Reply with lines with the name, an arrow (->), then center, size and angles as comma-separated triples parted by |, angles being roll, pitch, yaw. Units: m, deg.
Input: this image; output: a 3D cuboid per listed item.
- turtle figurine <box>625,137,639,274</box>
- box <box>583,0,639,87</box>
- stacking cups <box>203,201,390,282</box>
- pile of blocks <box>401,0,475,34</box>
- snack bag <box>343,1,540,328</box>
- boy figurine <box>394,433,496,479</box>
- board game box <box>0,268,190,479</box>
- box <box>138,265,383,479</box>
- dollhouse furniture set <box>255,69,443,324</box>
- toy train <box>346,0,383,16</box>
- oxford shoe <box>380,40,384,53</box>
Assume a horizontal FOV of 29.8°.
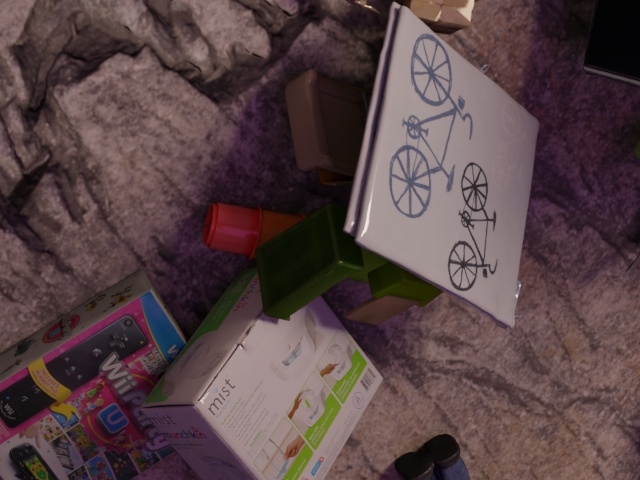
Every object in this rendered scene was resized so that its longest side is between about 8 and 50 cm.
turtle figurine -> 0.571, -0.048, 1.731 | 0.266, 0.275, 0.198 | 5, 139, -20
box -> 0.675, -0.287, 1.479 | 0.471, 0.480, 0.298 | 2, 106, -30
stacking cups -> 0.000, 0.000, 1.653 | 0.316, 0.096, 0.096 | 14, 102, -16
pile of blocks -> 0.241, -0.394, 1.594 | 0.362, 0.112, 0.149 | -30, 97, -12
snack bag -> 0.170, -0.088, 1.540 | 0.342, 0.037, 0.323 | 29, 64, -42
boy figurine -> 0.207, 0.442, 1.834 | 0.177, 0.092, 0.285 | -27, 107, -8
board game box -> -0.307, 0.216, 1.632 | 0.303, 0.097, 0.224 | -32, 111, -4
box -> -0.070, 0.202, 1.598 | 0.231, 0.126, 0.262 | 52, 51, -24
dollhouse furniture set -> 0.027, -0.051, 1.590 | 0.197, 0.302, 0.151 | 13, 146, -38
toy train -> -0.009, -0.396, 1.534 | 0.248, 0.105, 0.143 | 19, 87, -19
oxford shoe -> 0.169, -0.217, 1.653 | 0.212, 0.076, 0.076 | 39, 64, -19
